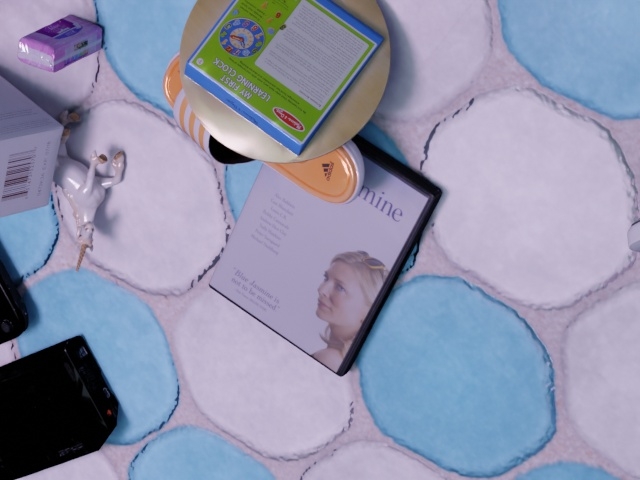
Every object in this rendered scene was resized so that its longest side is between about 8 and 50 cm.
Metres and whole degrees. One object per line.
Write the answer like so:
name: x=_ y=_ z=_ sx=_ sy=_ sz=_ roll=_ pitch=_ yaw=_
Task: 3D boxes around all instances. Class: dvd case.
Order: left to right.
dvd case: x=0.000 y=0.000 z=1.780 sx=0.180 sy=0.022 sz=0.253 roll=34 pitch=123 yaw=13

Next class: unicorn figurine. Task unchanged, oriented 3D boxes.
unicorn figurine: x=-0.266 y=-0.065 z=1.888 sx=0.162 sy=0.060 sz=0.111 roll=51 pitch=128 yaw=21

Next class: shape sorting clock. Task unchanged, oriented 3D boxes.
shape sorting clock: x=-0.035 y=-0.176 z=1.664 sx=0.206 sy=0.040 sz=0.206 roll=-1 pitch=82 yaw=5

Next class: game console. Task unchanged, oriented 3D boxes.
game console: x=-0.388 y=0.106 z=2.035 sx=0.213 sy=0.044 sz=0.361 roll=-23 pitch=98 yaw=35

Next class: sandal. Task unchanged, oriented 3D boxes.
sandal: x=-0.072 y=-0.117 z=1.715 sx=0.265 sy=0.076 sz=0.102 roll=32 pitch=121 yaw=29

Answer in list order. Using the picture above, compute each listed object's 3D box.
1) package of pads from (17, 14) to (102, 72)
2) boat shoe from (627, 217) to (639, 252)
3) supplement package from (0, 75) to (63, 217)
package of pads: x=-0.273 y=-0.206 z=1.808 sx=0.050 sy=0.083 sz=0.032 roll=23 pitch=126 yaw=23
boat shoe: x=0.364 y=-0.049 z=1.528 sx=0.219 sy=0.078 sz=0.070 roll=-26 pitch=62 yaw=38
supplement package: x=-0.377 y=-0.114 z=1.866 sx=0.179 sy=0.105 sz=0.105 roll=38 pitch=127 yaw=32
